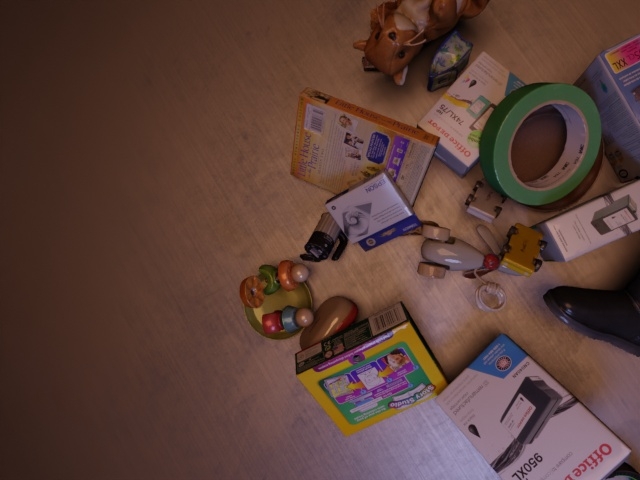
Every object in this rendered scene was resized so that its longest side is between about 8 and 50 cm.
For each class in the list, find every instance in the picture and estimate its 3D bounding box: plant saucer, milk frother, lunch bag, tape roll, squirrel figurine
[{"bbox_3d":[-0.142,0.215,1.534,0.241,0.037,0.241,0,88,13],"label":"plant saucer"},{"bbox_3d":[0.000,0.000,1.485,0.143,0.129,0.134,1,50,39],"label":"milk frother"},{"bbox_3d":[0.387,-0.538,1.395,0.096,0.129,0.151,45,97,10],"label":"lunch bag"},{"bbox_3d":[0.669,-0.242,1.332,0.311,0.050,0.310,0,101,-1],"label":"plant saucer"},{"bbox_3d":[0.595,-0.259,1.228,0.321,0.077,0.321,-4,112,-11],"label":"tape roll"},{"bbox_3d":[0.274,-0.631,1.306,0.281,0.397,0.370,36,96,-7],"label":"squirrel figurine"}]

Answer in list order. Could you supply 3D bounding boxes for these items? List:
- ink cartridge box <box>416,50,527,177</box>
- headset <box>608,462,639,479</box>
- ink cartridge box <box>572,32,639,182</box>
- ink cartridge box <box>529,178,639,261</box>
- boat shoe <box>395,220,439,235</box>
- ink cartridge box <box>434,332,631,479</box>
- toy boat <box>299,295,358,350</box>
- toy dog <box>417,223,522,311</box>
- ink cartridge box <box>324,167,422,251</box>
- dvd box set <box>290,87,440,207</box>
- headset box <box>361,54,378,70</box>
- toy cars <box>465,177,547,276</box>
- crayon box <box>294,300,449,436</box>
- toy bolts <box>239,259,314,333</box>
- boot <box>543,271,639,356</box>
[{"bbox_3d":[0.447,-0.359,1.342,0.198,0.197,0.270,43,97,10],"label":"ink cartridge box"},{"bbox_3d":[0.727,0.755,1.239,0.394,0.185,0.243,-13,106,-3],"label":"headset"},{"bbox_3d":[0.864,-0.317,1.216,0.151,0.270,0.395,-25,83,13],"label":"ink cartridge box"},{"bbox_3d":[0.764,-0.052,1.263,0.289,0.211,0.121,-26,82,9],"label":"ink cartridge box"},{"bbox_3d":[0.308,-0.040,1.441,0.135,0.045,0.050,-1,98,14],"label":"boat shoe"},{"bbox_3d":[0.563,0.499,1.231,0.285,0.166,0.395,-48,51,7],"label":"ink cartridge box"},{"bbox_3d":[0.048,0.297,1.457,0.151,0.151,0.231,33,97,-20],"label":"toy boat"},{"bbox_3d":[0.438,0.048,1.376,0.334,0.161,0.220,29,100,-3],"label":"toy dog"},{"bbox_3d":[0.163,-0.078,1.393,0.223,0.045,0.224,-28,111,28],"label":"ink cartridge box"},{"bbox_3d":[0.115,-0.253,1.384,0.420,0.062,0.307,24,138,12],"label":"dvd box set"},{"bbox_3d":[0.178,-0.592,1.489,0.083,0.032,0.062,6,90,10],"label":"headset box"},{"bbox_3d":[0.512,-0.033,1.291,0.176,0.087,0.393,0,44,-16],"label":"toy cars"},{"bbox_3d":[0.157,0.394,1.359,0.363,0.106,0.313,-28,118,10],"label":"crayon box"},{"bbox_3d":[-0.118,0.184,1.409,0.158,0.218,0.228,-13,93,25],"label":"toy bolts"},{"bbox_3d":[0.855,0.073,1.156,0.367,0.146,0.445,21,122,-17],"label":"boot"}]
